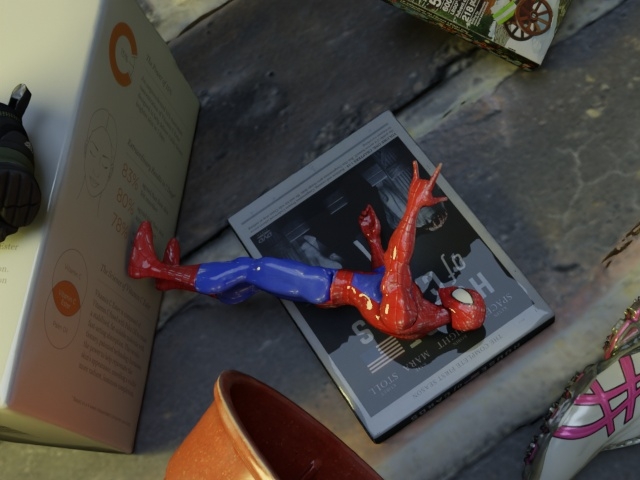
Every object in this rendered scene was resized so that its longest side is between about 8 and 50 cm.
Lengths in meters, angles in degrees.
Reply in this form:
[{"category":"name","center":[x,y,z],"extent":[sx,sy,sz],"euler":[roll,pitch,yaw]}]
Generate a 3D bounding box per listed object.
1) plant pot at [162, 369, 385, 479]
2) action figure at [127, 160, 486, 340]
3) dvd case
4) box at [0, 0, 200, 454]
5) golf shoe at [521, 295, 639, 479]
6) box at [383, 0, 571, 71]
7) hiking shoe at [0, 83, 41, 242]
[{"category":"plant pot","center":[-0.054,0.272,0.572],"extent":[0.265,0.272,0.272],"euler":[-47,67,1]},{"category":"action figure","center":[0.000,0.000,0.713],"extent":[0.281,0.091,0.139],"euler":[13,81,17]},{"category":"dvd case","center":[0.053,0.024,0.761],"extent":[0.179,0.029,0.238],"euler":[-35,66,-3]},{"category":"box","center":[-0.236,-0.019,0.735],"extent":[0.168,0.215,0.345],"euler":[3,69,13]},{"category":"golf shoe","center":[0.226,0.123,0.664],"extent":[0.086,0.067,0.186],"euler":[39,80,21]},{"category":"box","center":[0.169,-0.290,0.792],"extent":[0.159,0.044,0.233],"euler":[25,91,-3]},{"category":"hiking shoe","center":[-0.298,-0.037,0.605],"extent":[0.227,0.086,0.114],"euler":[-13,53,1]}]
